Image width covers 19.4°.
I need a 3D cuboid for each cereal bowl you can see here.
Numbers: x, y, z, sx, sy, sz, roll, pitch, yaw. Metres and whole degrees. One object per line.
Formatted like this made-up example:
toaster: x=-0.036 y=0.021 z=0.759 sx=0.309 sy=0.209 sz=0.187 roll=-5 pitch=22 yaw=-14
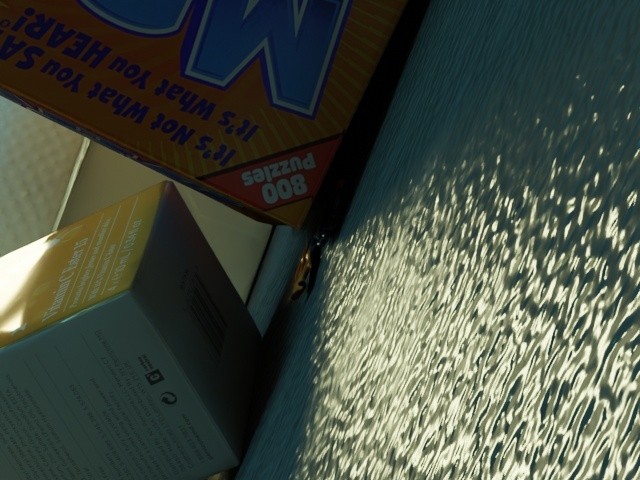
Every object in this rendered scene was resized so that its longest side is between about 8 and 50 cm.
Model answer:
cereal bowl: x=-0.336 y=-0.029 z=1.903 sx=0.339 sy=0.141 sz=0.339 roll=-162 pitch=90 yaw=-82

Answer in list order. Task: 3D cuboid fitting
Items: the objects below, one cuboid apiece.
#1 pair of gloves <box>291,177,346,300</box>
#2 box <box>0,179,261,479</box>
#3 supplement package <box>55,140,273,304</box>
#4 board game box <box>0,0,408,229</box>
pair of gloves: x=0.000 y=0.000 z=1.394 sx=0.074 sy=0.010 sz=0.083 roll=-77 pitch=14 yaw=-60
box: x=-0.242 y=0.125 z=1.494 sx=0.345 sy=0.168 sz=0.215 roll=-24 pitch=21 yaw=13
supplement package: x=-0.160 y=-0.031 z=1.951 sx=0.262 sy=0.199 sz=0.198 roll=135 pitch=156 yaw=-74
board game box: x=-0.116 y=-0.246 z=1.497 sx=0.356 sy=0.356 sz=0.356 roll=-64 pitch=7 yaw=-2
